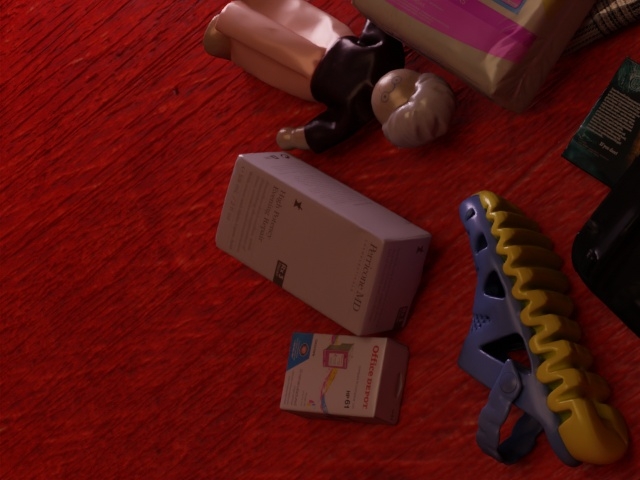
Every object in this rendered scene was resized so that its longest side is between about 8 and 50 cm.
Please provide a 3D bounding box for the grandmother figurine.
[{"bbox_3d":[0.014,-0.190,2.092,0.342,0.104,0.208,29,100,38],"label":"grandmother figurine"}]

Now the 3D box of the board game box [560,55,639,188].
[{"bbox_3d":[0.349,-0.092,1.890,0.186,0.026,0.126,38,97,35],"label":"board game box"}]

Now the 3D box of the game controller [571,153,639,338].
[{"bbox_3d":[0.380,-0.045,1.801,0.166,0.067,0.319,43,113,17],"label":"game controller"}]

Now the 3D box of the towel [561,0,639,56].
[{"bbox_3d":[0.339,-0.398,1.979,0.312,0.056,0.324,-27,61,23],"label":"towel"}]

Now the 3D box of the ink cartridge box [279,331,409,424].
[{"bbox_3d":[0.026,0.147,2.001,0.122,0.052,0.089,2,75,31],"label":"ink cartridge box"}]

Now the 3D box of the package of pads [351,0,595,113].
[{"bbox_3d":[0.192,-0.315,1.957,0.229,0.101,0.296,37,96,32],"label":"package of pads"}]

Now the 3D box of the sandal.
[{"bbox_3d":[0.191,0.096,1.876,0.138,0.126,0.317,-29,60,26],"label":"sandal"}]

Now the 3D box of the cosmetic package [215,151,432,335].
[{"bbox_3d":[0.000,0.000,2.027,0.231,0.085,0.117,30,115,37],"label":"cosmetic package"}]
